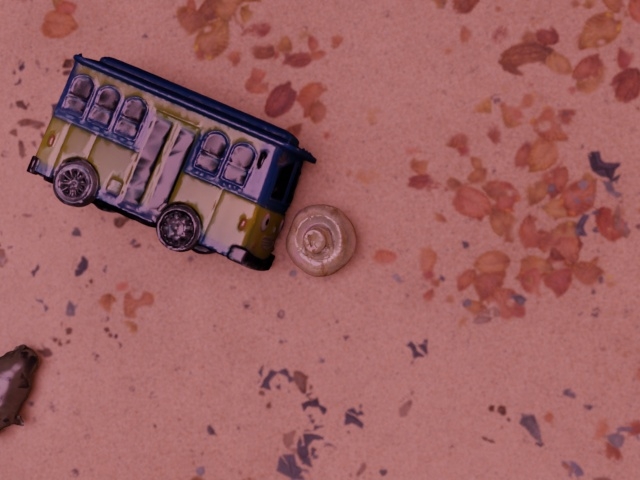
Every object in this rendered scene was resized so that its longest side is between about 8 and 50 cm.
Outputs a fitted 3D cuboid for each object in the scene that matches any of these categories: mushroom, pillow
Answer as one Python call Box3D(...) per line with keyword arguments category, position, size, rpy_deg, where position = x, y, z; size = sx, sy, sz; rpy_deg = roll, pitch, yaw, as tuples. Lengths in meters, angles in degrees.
Box3D(category="mushroom", position=(0.000, 0.000, 1.431), size=(0.083, 0.067, 0.084), rpy_deg=(0, 93, 8))
Box3D(category="pillow", position=(-0.435, 0.216, 1.502), size=(0.241, 0.051, 0.093), rpy_deg=(-29, 82, 5))

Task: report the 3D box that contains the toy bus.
Box3D(category="toy bus", position=(-0.168, -0.087, 1.432), size=(0.287, 0.138, 0.175), rpy_deg=(23, 91, 11))
